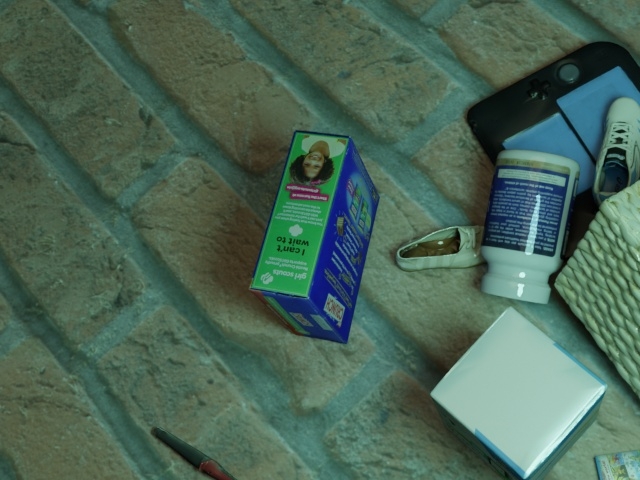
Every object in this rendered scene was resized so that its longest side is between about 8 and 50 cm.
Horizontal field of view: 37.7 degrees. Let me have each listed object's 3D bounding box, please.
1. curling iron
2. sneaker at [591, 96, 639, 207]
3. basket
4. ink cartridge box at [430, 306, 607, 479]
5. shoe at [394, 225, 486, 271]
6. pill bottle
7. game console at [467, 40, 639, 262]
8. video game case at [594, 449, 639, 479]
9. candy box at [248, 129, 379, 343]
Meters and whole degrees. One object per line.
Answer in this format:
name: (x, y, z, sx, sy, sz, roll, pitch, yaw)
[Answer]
curling iron: (-0.212, 0.431, 1.732, 0.274, 0.035, 0.068, 36, 79, 22)
sneaker: (0.556, -0.165, 1.736, 0.085, 0.086, 0.237, 7, 71, 20)
basket: (0.604, 0.065, 1.526, 0.266, 0.328, 0.331, -24, 64, -16)
ink cartridge box: (0.328, 0.276, 1.556, 0.198, 0.270, 0.197, 41, 82, 23)
shoe: (0.249, 0.015, 1.796, 0.219, 0.058, 0.077, -12, 66, 6)
pill bottle: (0.376, -0.024, 1.708, 0.153, 0.153, 0.265, 10, 89, 16)
game console: (0.517, -0.183, 1.824, 0.342, 0.060, 0.387, -26, 65, 0)
video game case: (0.562, 0.414, 1.590, 0.166, 0.015, 0.119, -10, 67, 7)
candy box: (0.000, 0.000, 1.739, 0.122, 0.268, 0.317, 6, 69, 19)
